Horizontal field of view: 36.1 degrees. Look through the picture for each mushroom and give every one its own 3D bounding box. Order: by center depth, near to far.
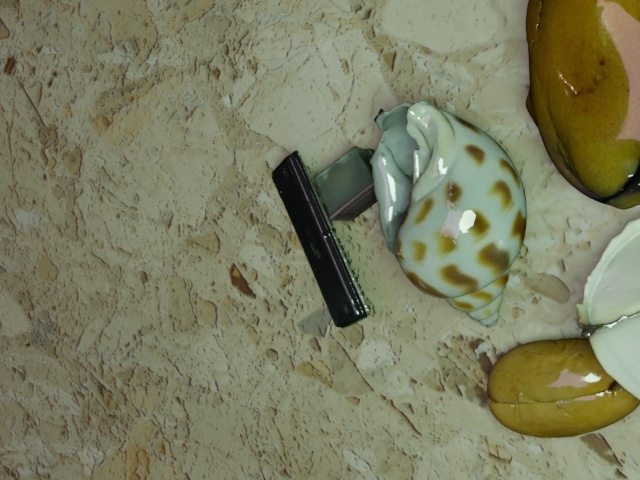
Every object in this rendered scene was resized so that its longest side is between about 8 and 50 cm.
[{"bbox_3d":[0.402,0.064,1.016,0.236,0.162,0.173,-26,118,20],"label":"mushroom"}]

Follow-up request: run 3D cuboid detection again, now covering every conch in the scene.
[{"bbox_3d":[0.153,-0.025,1.119,0.183,0.149,0.274,-144,51,-67],"label":"conch"}]

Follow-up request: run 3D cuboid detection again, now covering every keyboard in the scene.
[{"bbox_3d":[0.000,0.000,1.257,0.230,0.025,0.094,66,153,6],"label":"keyboard"}]

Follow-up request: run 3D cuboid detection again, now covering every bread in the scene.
[{"bbox_3d":[0.273,0.168,1.117,0.189,0.077,0.114,-14,84,32],"label":"bread"}]

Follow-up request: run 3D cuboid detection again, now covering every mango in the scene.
[{"bbox_3d":[0.301,-0.173,1.010,0.201,0.153,0.287,7,102,39],"label":"mango"}]

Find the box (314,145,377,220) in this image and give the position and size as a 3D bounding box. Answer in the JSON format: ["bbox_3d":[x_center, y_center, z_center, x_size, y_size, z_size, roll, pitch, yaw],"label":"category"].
[{"bbox_3d":[0.041,-0.071,1.226,0.085,0.060,0.063,-38,73,28],"label":"box"}]
